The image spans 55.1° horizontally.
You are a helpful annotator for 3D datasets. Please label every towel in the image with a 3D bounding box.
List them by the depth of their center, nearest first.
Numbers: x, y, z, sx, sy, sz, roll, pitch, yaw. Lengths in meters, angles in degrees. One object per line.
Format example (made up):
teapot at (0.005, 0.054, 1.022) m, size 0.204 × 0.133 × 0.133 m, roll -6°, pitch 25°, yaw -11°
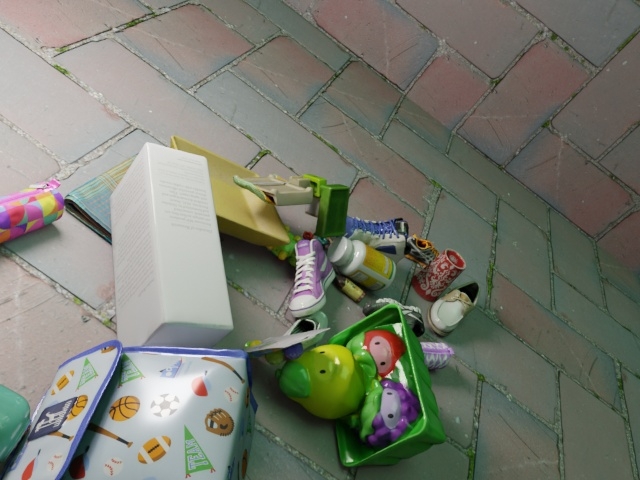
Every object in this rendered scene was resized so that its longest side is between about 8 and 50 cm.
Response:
towel at (-0.463, -0.101, 1.629) m, size 0.271 × 0.040 × 0.370 m, roll 39°, pitch 34°, yaw -3°

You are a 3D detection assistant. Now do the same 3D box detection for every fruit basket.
fruit basket at (0.095, 0.339, 1.486) m, size 0.392 × 0.283 × 0.392 m, roll 43°, pitch 27°, yaw -28°

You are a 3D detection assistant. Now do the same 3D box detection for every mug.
mug at (-0.541, 0.300, 1.021) m, size 0.097 × 0.129 × 0.157 m, roll 34°, pitch 34°, yaw -14°
mug at (0.403, 0.101, 2.098) m, size 0.113 × 0.169 × 0.150 m, roll 22°, pitch 39°, yaw -23°

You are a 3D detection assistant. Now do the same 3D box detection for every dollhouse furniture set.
dollhouse furniture set at (-0.090, -0.100, 1.788) m, size 0.302 × 0.151 × 0.198 m, roll -7°, pitch 22°, yaw -43°

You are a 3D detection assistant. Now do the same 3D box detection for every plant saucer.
plant saucer at (-0.271, -0.119, 1.733) m, size 0.333 × 0.081 × 0.332 m, roll 23°, pitch 28°, yaw -41°

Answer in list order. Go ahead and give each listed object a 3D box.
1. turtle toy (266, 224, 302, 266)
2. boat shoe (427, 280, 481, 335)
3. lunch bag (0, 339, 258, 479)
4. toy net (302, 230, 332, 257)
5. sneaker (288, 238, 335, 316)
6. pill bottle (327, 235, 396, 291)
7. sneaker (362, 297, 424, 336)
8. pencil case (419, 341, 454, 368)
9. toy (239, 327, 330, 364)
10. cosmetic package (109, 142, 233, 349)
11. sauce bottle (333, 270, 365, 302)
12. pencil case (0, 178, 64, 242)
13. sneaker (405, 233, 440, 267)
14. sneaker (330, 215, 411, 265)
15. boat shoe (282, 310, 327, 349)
turtle toy at (-0.102, 0.024, 1.801) m, size 0.130 × 0.066 × 0.095 m, roll 42°, pitch 61°, yaw 4°
boat shoe at (0.455, 0.215, 2.075) m, size 0.113 × 0.103 × 0.302 m, roll 44°, pitch 35°, yaw 7°
lunch bag at (-0.326, 0.352, 1.047) m, size 0.386 × 0.238 × 0.327 m, roll 3°, pitch 39°, yaw 5°
toy net at (0.000, 0.000, 1.949) m, size 0.122 × 0.045 × 0.232 m, roll 34°, pitch 33°, yaw -6°
sneaker at (-0.045, 0.090, 1.699) m, size 0.282 × 0.102 × 0.161 m, roll -68°, pitch 141°, yaw -64°
pill bottle at (0.124, 0.069, 1.891) m, size 0.208 × 0.117 × 0.117 m, roll 29°, pitch 35°, yaw -32°
sneaker at (0.232, 0.241, 1.860) m, size 0.234 × 0.078 × 0.106 m, roll 16°, pitch 38°, yaw -33°
pencil case at (0.290, 0.332, 1.803) m, size 0.206 × 0.088 × 0.086 m, roll 11°, pitch 46°, yaw -37°
toy at (-0.094, 0.254, 1.419) m, size 0.137 × 0.237 × 0.056 m, roll -17°, pitch 92°, yaw -41°
cosmetic package at (-0.344, 0.036, 1.368) m, size 0.162 × 0.230 × 0.453 m, roll 12°, pitch 52°, yaw -37°
sauce bottle at (0.077, 0.136, 1.864) m, size 0.128 × 0.042 × 0.042 m, roll 39°, pitch 34°, yaw -3°
pencil case at (-0.672, -0.058, 1.332) m, size 0.104 × 0.104 × 0.236 m, roll 42°, pitch 35°, yaw 4°
sneaker at (0.385, 0.044, 2.223) m, size 0.215 × 0.083 × 0.084 m, roll 22°, pitch 37°, yaw -27°
sneaker at (0.179, -0.025, 1.976) m, size 0.316 × 0.182 × 0.127 m, roll 33°, pitch 35°, yaw -29°
boat shoe at (-0.031, 0.238, 1.617) m, size 0.083 × 0.076 × 0.226 m, roll 43°, pitch 34°, yaw 5°
